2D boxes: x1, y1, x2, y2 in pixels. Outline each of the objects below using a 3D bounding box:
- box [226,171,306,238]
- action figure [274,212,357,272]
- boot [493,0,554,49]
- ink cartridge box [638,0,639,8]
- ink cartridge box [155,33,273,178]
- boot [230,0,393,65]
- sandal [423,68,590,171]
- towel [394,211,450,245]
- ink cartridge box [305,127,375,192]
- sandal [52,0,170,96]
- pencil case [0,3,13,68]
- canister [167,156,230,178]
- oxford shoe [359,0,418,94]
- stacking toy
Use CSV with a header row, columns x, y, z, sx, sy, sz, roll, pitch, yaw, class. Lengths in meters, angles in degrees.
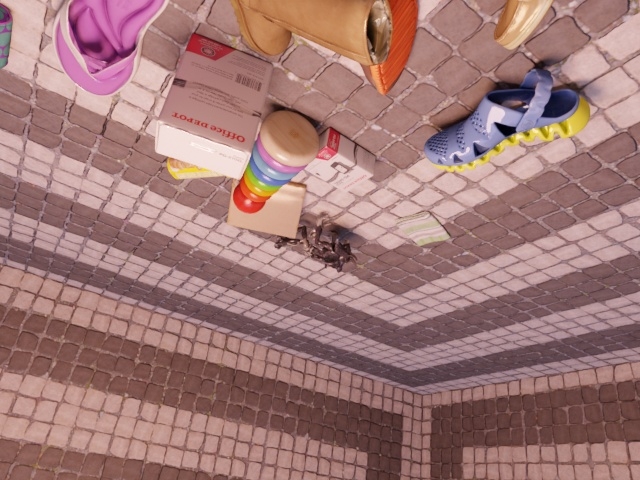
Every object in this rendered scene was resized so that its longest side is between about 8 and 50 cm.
x,y,z,sx,sy,sz,roll,pitch,yaw,class
-0.153,-0.098,1.361,0.201,0.021,0.165,11,118,-5,box
0.000,0.000,1.463,0.275,0.141,0.164,17,151,17,action figure
0.252,-0.415,0.697,0.203,0.095,0.262,9,144,-5,boot
0.544,-0.421,0.481,0.394,0.151,0.270,-5,169,29,ink cartridge box
-0.203,-0.260,0.951,0.171,0.238,0.100,17,150,-15,ink cartridge box
-0.013,-0.333,0.770,0.269,0.089,0.236,30,179,19,boot
0.350,-0.243,0.972,0.317,0.126,0.138,-21,137,28,sandal
0.303,-0.030,1.443,0.113,0.023,0.152,-14,144,35,towel
0.044,-0.191,1.186,0.150,0.063,0.109,26,146,-28,ink cartridge box
-0.413,-0.388,0.916,0.169,0.102,0.416,25,147,-27,sandal
-0.663,-0.411,0.981,0.070,0.065,0.151,8,155,-33,pencil case
-0.272,-0.209,1.175,0.169,0.126,0.073,-1,149,20,canister
0.070,-0.392,0.808,0.132,0.130,0.364,30,166,27,oxford shoe
-0.129,-0.162,1.192,0.141,0.141,0.330,19,147,-18,stacking toy
